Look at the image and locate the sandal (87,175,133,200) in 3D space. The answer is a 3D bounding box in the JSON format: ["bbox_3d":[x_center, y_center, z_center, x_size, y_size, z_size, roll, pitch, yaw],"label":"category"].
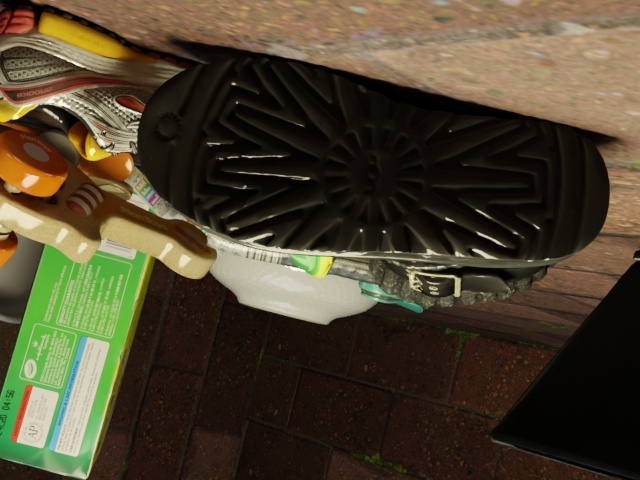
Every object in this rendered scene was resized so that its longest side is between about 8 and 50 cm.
[{"bbox_3d":[-0.297,-0.093,1.423,0.072,0.049,0.180,25,178,-23],"label":"sandal"}]

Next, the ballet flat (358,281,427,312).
[{"bbox_3d":[0.132,0.064,1.683,0.083,0.087,0.247,19,179,22],"label":"ballet flat"}]

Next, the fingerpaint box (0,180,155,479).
[{"bbox_3d":[-0.376,0.122,1.672,0.163,0.445,0.371,16,174,-7],"label":"fingerpaint box"}]

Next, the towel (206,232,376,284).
[{"bbox_3d":[0.000,0.000,1.413,0.312,0.056,0.324,12,-175,-6],"label":"towel"}]

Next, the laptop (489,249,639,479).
[{"bbox_3d":[0.453,0.141,0.969,0.408,0.236,0.382,18,173,-31],"label":"laptop"}]

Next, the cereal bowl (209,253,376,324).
[{"bbox_3d":[-0.049,0.059,1.802,0.339,0.141,0.339,15,174,2],"label":"cereal bowl"}]

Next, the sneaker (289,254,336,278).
[{"bbox_3d":[-0.030,-0.040,1.110,0.123,0.109,0.295,22,169,11],"label":"sneaker"}]

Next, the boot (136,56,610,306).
[{"bbox_3d":[0.041,-0.029,0.836,0.348,0.131,0.260,13,174,2],"label":"boot"}]

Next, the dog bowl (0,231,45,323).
[{"bbox_3d":[-0.538,0.008,1.843,0.104,0.265,0.265,11,173,44],"label":"dog bowl"}]

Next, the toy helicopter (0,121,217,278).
[{"bbox_3d":[-0.280,-0.046,1.261,0.355,0.140,0.235,25,-157,-35],"label":"toy helicopter"}]

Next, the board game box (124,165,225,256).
[{"bbox_3d":[-0.199,-0.040,1.471,0.103,0.026,0.154,43,-177,35],"label":"board game box"}]

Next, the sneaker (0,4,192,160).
[{"bbox_3d":[-0.150,-0.099,0.807,0.225,0.093,0.088,17,173,-29],"label":"sneaker"}]
